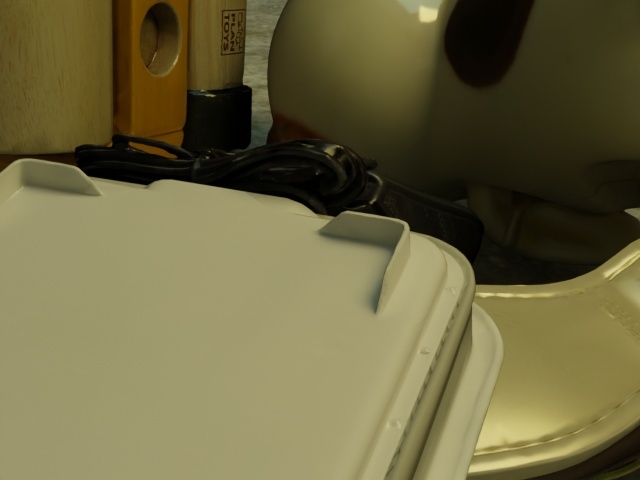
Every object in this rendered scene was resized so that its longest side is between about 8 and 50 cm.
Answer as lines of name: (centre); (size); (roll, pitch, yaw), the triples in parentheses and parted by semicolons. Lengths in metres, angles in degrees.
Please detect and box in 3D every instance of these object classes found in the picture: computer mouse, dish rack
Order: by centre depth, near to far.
dish rack: (-0.091, 0.066, 0.422); (0.285, 0.072, 0.333); (9, 33, 17)
computer mouse: (0.000, 0.000, 0.659); (0.188, 0.072, 0.272); (2, -7, 36)

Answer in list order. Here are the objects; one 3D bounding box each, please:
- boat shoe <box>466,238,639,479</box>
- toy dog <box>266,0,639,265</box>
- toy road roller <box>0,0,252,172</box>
boat shoe: (0.117, 0.076, 0.568); (0.324, 0.096, 0.116); (-16, 48, -29)
toy dog: (0.145, -0.109, 0.775); (0.408, 0.284, 0.395); (3, -1, 41)
toy road roller: (-0.204, -0.159, 0.833); (0.241, 0.202, 0.329); (9, 16, 23)
